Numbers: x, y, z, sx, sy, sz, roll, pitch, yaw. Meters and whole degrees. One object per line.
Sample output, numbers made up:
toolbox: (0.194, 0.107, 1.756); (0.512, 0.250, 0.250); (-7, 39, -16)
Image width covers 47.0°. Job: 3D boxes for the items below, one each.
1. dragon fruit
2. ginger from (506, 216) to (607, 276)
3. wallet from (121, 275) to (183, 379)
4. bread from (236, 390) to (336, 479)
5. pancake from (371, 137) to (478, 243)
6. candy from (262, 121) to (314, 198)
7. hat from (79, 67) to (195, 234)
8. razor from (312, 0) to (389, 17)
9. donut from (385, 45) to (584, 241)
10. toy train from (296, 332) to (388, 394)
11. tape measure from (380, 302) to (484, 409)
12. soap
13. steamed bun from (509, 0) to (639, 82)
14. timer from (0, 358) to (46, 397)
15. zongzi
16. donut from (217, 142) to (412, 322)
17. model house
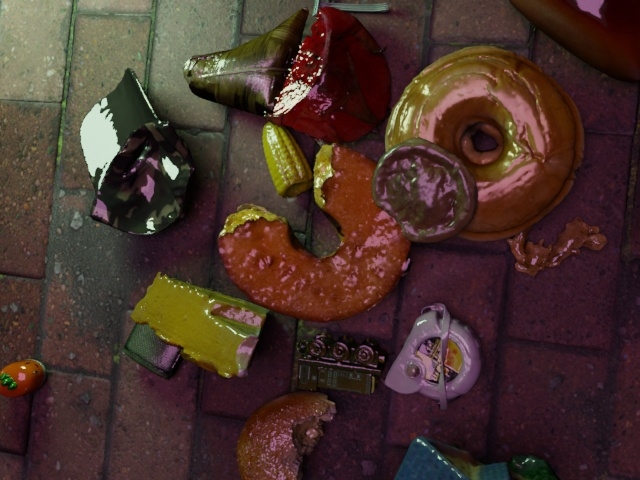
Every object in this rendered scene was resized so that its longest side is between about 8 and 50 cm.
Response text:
dragon fruit: (0.057, -0.386, 1.773); (0.282, 0.100, 0.343); (25, 81, -11)
ginger: (0.534, 0.013, 1.695); (0.193, 0.052, 0.176); (32, 96, 22)
wallet: (-0.405, 0.230, 1.941); (0.160, 0.055, 0.236); (29, 92, 9)
bread: (-0.104, 0.494, 1.792); (0.192, 0.171, 0.314); (26, 94, 11)
pancake: (0.223, -0.105, 1.598); (0.223, 0.042, 0.236); (-24, 92, 24)
candy: (-0.094, -0.211, 1.847); (0.106, 0.094, 0.198); (-37, 72, 49)
hat: (-0.466, -0.241, 1.944); (0.366, 0.257, 0.381); (-35, 43, 27)
razor: (0.078, -0.584, 1.841); (0.191, 0.037, 0.068); (8, 86, 13)
donut: (0.364, -0.220, 1.672); (0.449, 0.198, 0.448); (0, 90, 17)
toy train: (0.051, 0.305, 1.800); (0.226, 0.090, 0.137); (6, 97, 15)
tape measure: (0.279, 0.277, 1.718); (0.197, 0.120, 0.236); (30, 101, 20)
soap: (-0.306, 0.199, 1.750); (0.339, 0.304, 0.169); (18, 91, 0)
steamed bun: (0.601, -0.528, 1.589); (0.379, 0.248, 0.235); (41, 98, 14)
timer: (-0.830, 0.378, 2.018); (0.136, 0.136, 0.099); (-35, 75, 12)
zongzi: (-0.181, -0.472, 1.852); (0.286, 0.134, 0.288); (17, 95, 9)
donut: (0.000, 0.000, 1.740); (0.435, 0.163, 0.377); (-31, 102, 3)
model house: (0.296, 0.570, 1.572); (0.343, 0.382, 0.334); (25, 95, 13)
